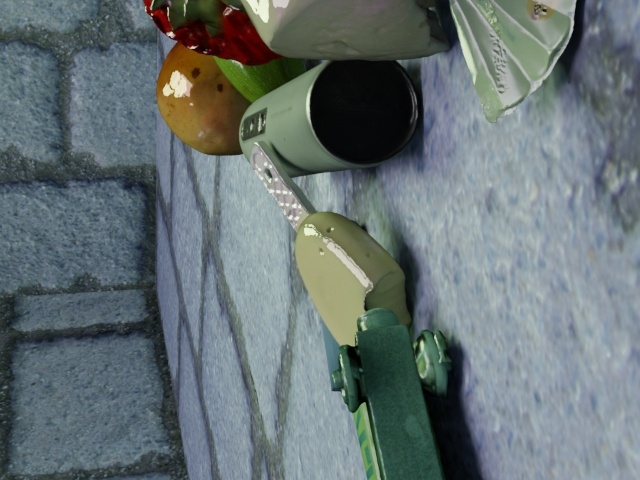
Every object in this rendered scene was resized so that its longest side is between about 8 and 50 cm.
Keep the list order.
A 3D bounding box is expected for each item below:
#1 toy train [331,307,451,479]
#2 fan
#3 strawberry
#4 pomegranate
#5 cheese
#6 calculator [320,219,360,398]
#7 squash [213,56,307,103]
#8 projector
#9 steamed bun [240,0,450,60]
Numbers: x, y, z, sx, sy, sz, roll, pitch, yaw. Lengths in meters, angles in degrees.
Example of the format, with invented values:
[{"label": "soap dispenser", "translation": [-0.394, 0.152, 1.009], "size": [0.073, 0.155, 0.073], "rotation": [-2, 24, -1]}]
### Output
[{"label": "toy train", "translation": [0.071, 0.189, 0.830], "size": [0.157, 0.105, 0.253], "rotation": [87, 172, -59]}, {"label": "fan", "translation": [0.119, -0.198, 0.628], "size": [0.131, 0.009, 0.240], "rotation": [-2, 91, 51]}, {"label": "strawberry", "translation": [-0.071, -0.320, 1.014], "size": [0.277, 0.257, 0.257], "rotation": [-53, -26, -54]}, {"label": "pomegranate", "translation": [-0.129, -0.205, 1.347], "size": [0.191, 0.191, 0.191], "rotation": [177, 90, -75]}, {"label": "cheese", "translation": [0.000, 0.000, 0.961], "size": [0.255, 0.050, 0.127], "rotation": [54, 150, 22]}, {"label": "calculator", "translation": [0.029, 0.074, 1.060], "size": [0.121, 0.039, 0.210], "rotation": [116, 148, -59]}, {"label": "squash", "translation": [-0.124, -0.305, 1.218], "size": [0.395, 0.107, 0.107], "rotation": [55, 161, 4]}, {"label": "projector", "translation": [-0.003, -0.121, 1.010], "size": [0.337, 0.108, 0.108], "rotation": [-174, 81, -75]}, {"label": "steamed bun", "translation": [0.021, -0.253, 0.773], "size": [0.225, 0.200, 0.170], "rotation": [66, 153, 18]}]
